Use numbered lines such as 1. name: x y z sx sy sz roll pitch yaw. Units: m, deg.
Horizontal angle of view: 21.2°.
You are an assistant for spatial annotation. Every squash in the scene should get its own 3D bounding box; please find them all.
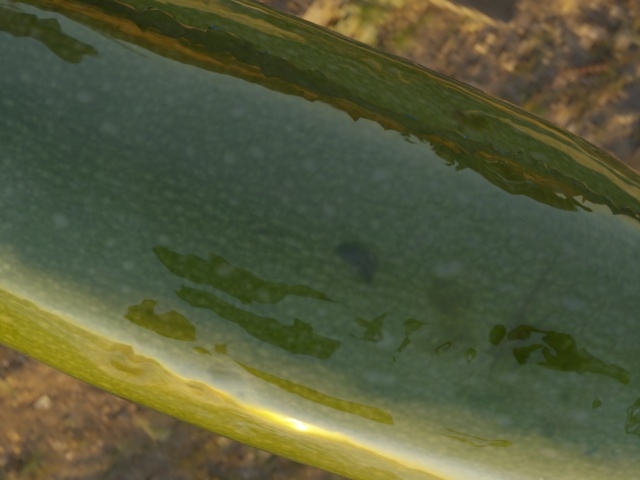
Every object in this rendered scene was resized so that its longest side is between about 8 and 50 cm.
1. squash: 0.000 0.000 0.351 0.341 0.094 0.094 24 106 -9
